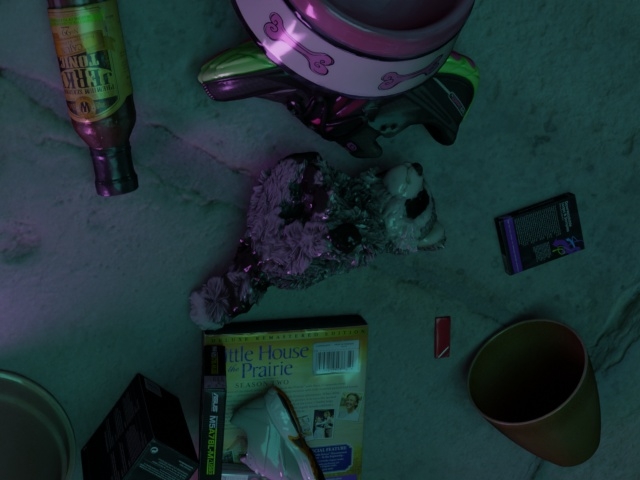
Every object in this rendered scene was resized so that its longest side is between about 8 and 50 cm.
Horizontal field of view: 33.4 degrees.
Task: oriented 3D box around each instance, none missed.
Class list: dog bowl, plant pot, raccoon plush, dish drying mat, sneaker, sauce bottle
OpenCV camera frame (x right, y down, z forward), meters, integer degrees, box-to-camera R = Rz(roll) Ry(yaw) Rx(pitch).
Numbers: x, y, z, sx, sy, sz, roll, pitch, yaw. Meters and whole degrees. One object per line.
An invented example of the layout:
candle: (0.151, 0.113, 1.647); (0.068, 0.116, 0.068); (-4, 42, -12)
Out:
dog bowl: (0.067, -0.430, 1.635); (0.407, 0.150, 0.408); (6, 72, -20)
plant pot: (0.438, 0.321, 2.048); (0.237, 0.237, 0.254); (-37, 127, -2)
raccoon plush: (0.000, 0.000, 1.875); (0.446, 0.216, 0.299); (-30, 154, 36)
dish drying mat: (0.235, 0.186, 2.049); (0.032, 0.008, 0.083); (-5, 108, -13)
sneaker: (0.037, -0.236, 1.774); (0.482, 0.185, 0.202); (3, 105, -14)
sneaker: (-0.073, 0.399, 1.902); (0.121, 0.099, 0.263); (-24, 88, 4)
sauce bottle: (-0.353, -0.242, 1.701); (0.111, 0.111, 0.345); (-13, 109, -11)
plant pot: (-0.562, 0.420, 1.740); (0.333, 0.305, 0.334); (-4, 107, -14)

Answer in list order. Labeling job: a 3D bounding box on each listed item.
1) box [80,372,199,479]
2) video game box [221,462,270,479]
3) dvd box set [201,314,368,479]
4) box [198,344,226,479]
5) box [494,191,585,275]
box: (-0.313, 0.371, 1.816); (0.103, 0.261, 0.184); (37, 95, -22)
video game box: (-0.143, 0.510, 1.958); (0.187, 0.048, 0.205); (9, 104, -15)
dvd box set: (-0.071, 0.350, 1.986); (0.307, 0.062, 0.421); (-3, 107, -14)
box: (-0.184, 0.296, 1.805); (0.045, 0.191, 0.184); (1, 106, -6)
box: (0.419, -0.013, 2.029); (0.162, 0.029, 0.116); (-18, 111, -8)
